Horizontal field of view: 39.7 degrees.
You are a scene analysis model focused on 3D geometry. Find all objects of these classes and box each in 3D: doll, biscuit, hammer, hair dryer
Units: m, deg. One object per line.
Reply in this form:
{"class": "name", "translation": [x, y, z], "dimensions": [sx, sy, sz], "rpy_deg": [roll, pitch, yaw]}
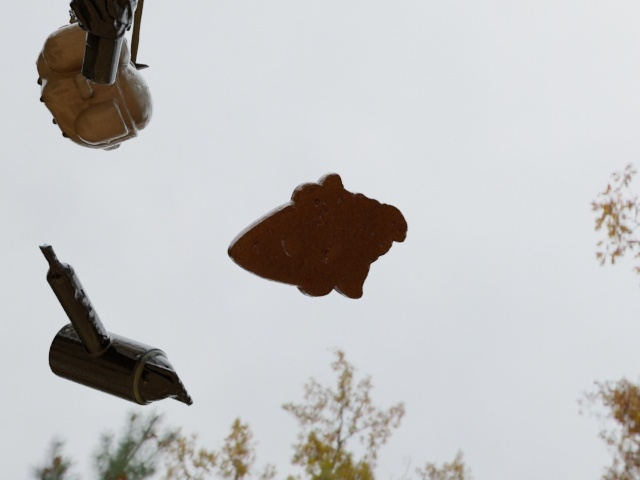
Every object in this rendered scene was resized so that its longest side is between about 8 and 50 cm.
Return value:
{"class": "doll", "translation": [-0.276, -0.197, 1.072], "dimensions": [0.119, 0.278, 0.154], "rpy_deg": [-21, -66, -7]}
{"class": "biscuit", "translation": [0.000, 0.000, 1.223], "dimensions": [0.043, 0.280, 0.183], "rpy_deg": [6, -76, 64]}
{"class": "hammer", "translation": [-0.321, -0.397, 1.574], "dimensions": [0.062, 0.013, 0.199], "rpy_deg": [2, -95, 28]}
{"class": "hair dryer", "translation": [-0.268, 0.102, 1.071], "dimensions": [0.196, 0.078, 0.248], "rpy_deg": [12, -40, 28]}

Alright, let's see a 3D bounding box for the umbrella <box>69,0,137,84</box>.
{"class": "umbrella", "translation": [-0.185, -0.251, 0.783], "dimensions": [0.059, 0.066, 0.235], "rpy_deg": [40, -57, 40]}
